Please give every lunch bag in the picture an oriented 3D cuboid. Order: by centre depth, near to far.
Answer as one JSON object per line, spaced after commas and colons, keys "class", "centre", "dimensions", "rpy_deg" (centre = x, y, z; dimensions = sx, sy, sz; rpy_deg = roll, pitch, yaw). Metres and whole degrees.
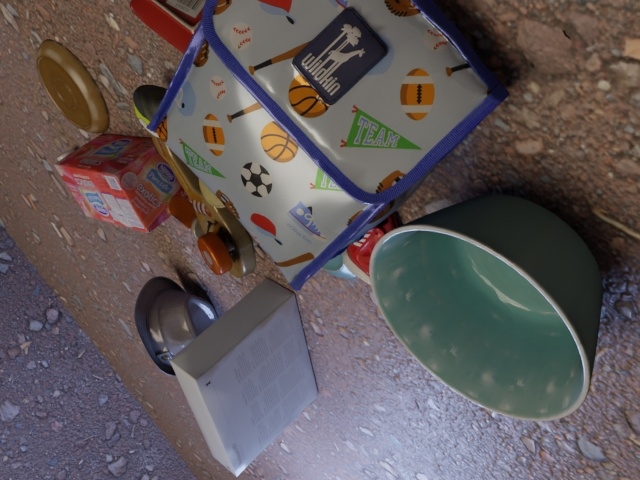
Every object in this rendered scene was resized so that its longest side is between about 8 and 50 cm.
{"class": "lunch bag", "centre": [-0.001, -0.171, 0.889], "dimensions": [0.328, 0.239, 0.385], "rpy_deg": [48, 134, 1]}

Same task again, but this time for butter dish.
{"class": "butter dish", "centre": [-0.160, -0.329, 1.012], "dimensions": [0.160, 0.160, 0.118], "rpy_deg": [40, 175, 20]}

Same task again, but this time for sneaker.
{"class": "sneaker", "centre": [0.123, 0.038, 1.106], "dimensions": [0.221, 0.087, 0.128], "rpy_deg": [30, 147, 26]}
{"class": "sneaker", "centre": [-0.210, -0.231, 1.224], "dimensions": [0.299, 0.111, 0.121], "rpy_deg": [23, 132, 27]}

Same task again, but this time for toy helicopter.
{"class": "toy helicopter", "centre": [-0.238, -0.082, 1.429], "dimensions": [0.355, 0.140, 0.235], "rpy_deg": [58, 159, 4]}

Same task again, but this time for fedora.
{"class": "fedora", "centre": [-0.351, 0.221, 1.840], "dimensions": [0.124, 0.244, 0.276], "rpy_deg": [-9, 120, 22]}

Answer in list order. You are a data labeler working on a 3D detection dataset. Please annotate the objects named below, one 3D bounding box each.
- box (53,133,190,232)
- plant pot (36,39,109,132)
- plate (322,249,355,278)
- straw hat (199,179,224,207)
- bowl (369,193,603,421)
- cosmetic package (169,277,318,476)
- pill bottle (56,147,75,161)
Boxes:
{"class": "box", "centre": [-0.440, -0.133, 1.572], "dimensions": [0.299, 0.142, 0.154], "rpy_deg": [12, 134, 46]}
{"class": "plant pot", "centre": [-0.574, -0.342, 1.615], "dimensions": [0.236, 0.032, 0.236], "rpy_deg": [32, 147, 24]}
{"class": "plate", "centre": [0.000, 0.000, 1.280], "dimensions": [0.188, 0.024, 0.188], "rpy_deg": [33, 148, 24]}
{"class": "straw hat", "centre": [-0.194, -0.131, 1.263], "dimensions": [0.144, 0.145, 0.061], "rpy_deg": [18, -179, 41]}
{"class": "bowl", "centre": [0.234, 0.064, 0.915], "dimensions": [0.311, 0.163, 0.312], "rpy_deg": [33, 146, 25]}
{"class": "cosmetic package", "centre": [-0.155, 0.311, 1.582], "dimensions": [0.097, 0.284, 0.377], "rpy_deg": [25, 143, 33]}
{"class": "pill bottle", "centre": [-0.630, -0.177, 1.842], "dimensions": [0.067, 0.067, 0.120], "rpy_deg": [-6, 121, 55]}
